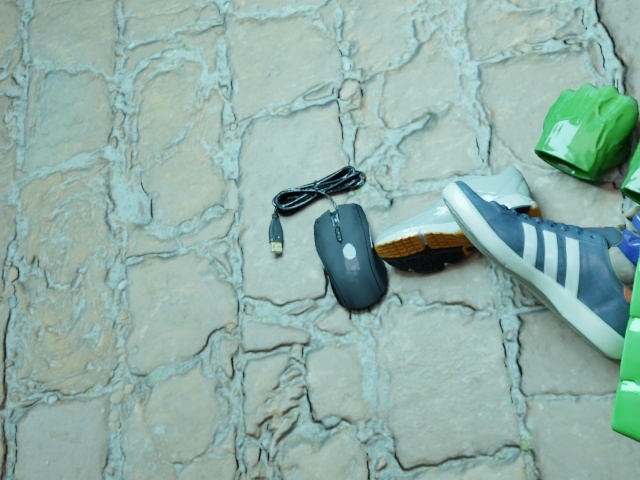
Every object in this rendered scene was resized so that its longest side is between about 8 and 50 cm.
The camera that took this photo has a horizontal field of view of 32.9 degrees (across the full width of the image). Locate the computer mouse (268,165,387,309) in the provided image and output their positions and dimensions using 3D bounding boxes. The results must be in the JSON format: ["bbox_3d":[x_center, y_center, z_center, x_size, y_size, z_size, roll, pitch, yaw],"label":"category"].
[{"bbox_3d":[0.000,0.000,1.775,0.184,0.060,0.262,-18,61,13],"label":"computer mouse"}]

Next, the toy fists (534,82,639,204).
[{"bbox_3d":[0.468,-0.140,1.633,0.279,0.096,0.142,29,86,29],"label":"toy fists"}]

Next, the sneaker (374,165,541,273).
[{"bbox_3d":[0.210,-0.037,1.701,0.263,0.099,0.121,-16,47,13],"label":"sneaker"}]

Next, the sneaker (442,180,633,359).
[{"bbox_3d":[0.338,0.009,1.554,0.350,0.131,0.148,41,92,4],"label":"sneaker"}]

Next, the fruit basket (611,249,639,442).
[{"bbox_3d":[0.583,0.134,1.356,0.392,0.283,0.392,-6,77,25],"label":"fruit basket"}]

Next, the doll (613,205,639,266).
[{"bbox_3d":[0.508,0.029,1.562,0.129,0.046,0.189,-49,59,15],"label":"doll"}]
